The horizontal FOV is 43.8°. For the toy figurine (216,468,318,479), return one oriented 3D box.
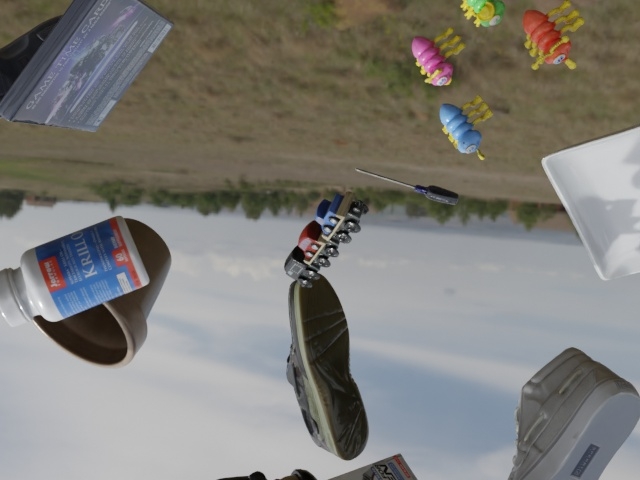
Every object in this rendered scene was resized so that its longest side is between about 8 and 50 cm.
[{"bbox_3d":[-0.042,0.348,0.821,0.148,0.209,0.213,1,171,-22],"label":"toy figurine"}]

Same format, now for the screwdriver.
[{"bbox_3d":[0.136,-0.087,1.262,0.170,0.024,0.025,16,165,7],"label":"screwdriver"}]

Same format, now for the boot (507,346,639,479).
[{"bbox_3d":[0.276,0.257,0.979,0.095,0.258,0.123,33,-172,-25],"label":"boot"}]

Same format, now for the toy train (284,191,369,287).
[{"bbox_3d":[0.000,0.000,0.655,0.036,0.027,0.158,28,152,-5],"label":"toy train"}]

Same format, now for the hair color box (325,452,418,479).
[{"bbox_3d":[0.063,0.337,1.005,0.167,0.053,0.093,-4,-131,-47],"label":"hair color box"}]

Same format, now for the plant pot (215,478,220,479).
[{"bbox_3d":[-0.189,0.602,1.675,0.165,0.167,0.167,30,-165,29],"label":"plant pot"}]

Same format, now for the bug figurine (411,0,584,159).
[{"bbox_3d":[0.239,-0.267,1.180,0.072,0.216,0.279,-16,155,-47],"label":"bug figurine"}]

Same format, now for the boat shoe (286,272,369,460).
[{"bbox_3d":[-0.007,0.148,0.927,0.073,0.223,0.080,-7,-169,42],"label":"boat shoe"}]

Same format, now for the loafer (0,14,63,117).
[{"bbox_3d":[-0.431,-0.267,1.197,0.302,0.109,0.095,-36,-147,-32],"label":"loafer"}]

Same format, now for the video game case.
[{"bbox_3d":[-0.283,-0.225,1.002,0.026,0.196,0.274,39,-173,1],"label":"video game case"}]

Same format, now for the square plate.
[{"bbox_3d":[0.592,-0.091,1.334,0.347,0.049,0.344,-19,131,25],"label":"square plate"}]

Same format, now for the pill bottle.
[{"bbox_3d":[-0.396,0.054,1.261,0.221,0.124,0.124,-23,-172,-12],"label":"pill bottle"}]

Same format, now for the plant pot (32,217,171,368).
[{"bbox_3d":[-0.412,0.082,1.550,0.263,0.263,0.229,5,-140,27],"label":"plant pot"}]
